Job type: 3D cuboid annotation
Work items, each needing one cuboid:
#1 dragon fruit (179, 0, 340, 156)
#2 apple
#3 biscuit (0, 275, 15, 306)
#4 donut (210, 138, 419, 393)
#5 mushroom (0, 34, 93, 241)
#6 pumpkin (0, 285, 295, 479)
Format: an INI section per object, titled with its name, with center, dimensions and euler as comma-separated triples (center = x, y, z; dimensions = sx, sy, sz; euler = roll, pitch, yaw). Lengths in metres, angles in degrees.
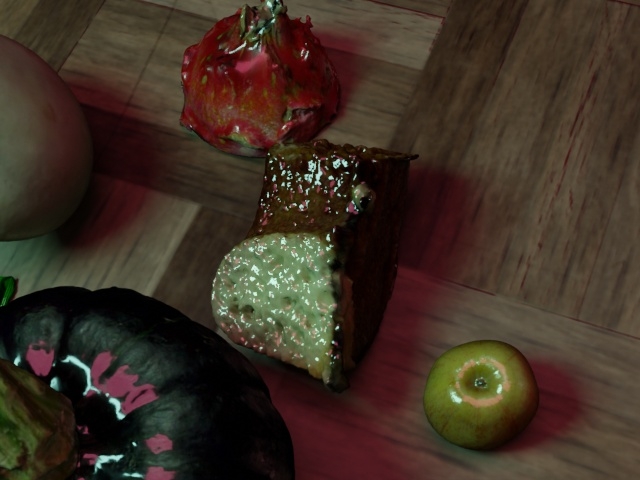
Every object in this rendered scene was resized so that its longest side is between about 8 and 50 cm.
[dragon fruit]
center = -0.065, -0.160, 0.930
dimensions = 0.153, 0.111, 0.153
euler = -5, 55, 7
[apple]
center = 0.116, 0.110, 0.765
dimensions = 0.084, 0.071, 0.084
euler = -4, 58, 7
[biscuit]
center = -0.303, 0.044, 0.889
dimensions = 0.089, 0.016, 0.046
euler = 7, 61, 11
[donut]
center = -0.001, 0.010, 0.823
dimensions = 0.126, 0.144, 0.187
euler = 11, 92, 20
[mushroom]
center = -0.299, -0.072, 0.879
dimensions = 0.204, 0.204, 0.204
euler = -3, 59, 5
[pumpkin]
center = -0.159, 0.156, 0.655
dimensions = 0.295, 0.296, 0.296
euler = -3, 59, 5
